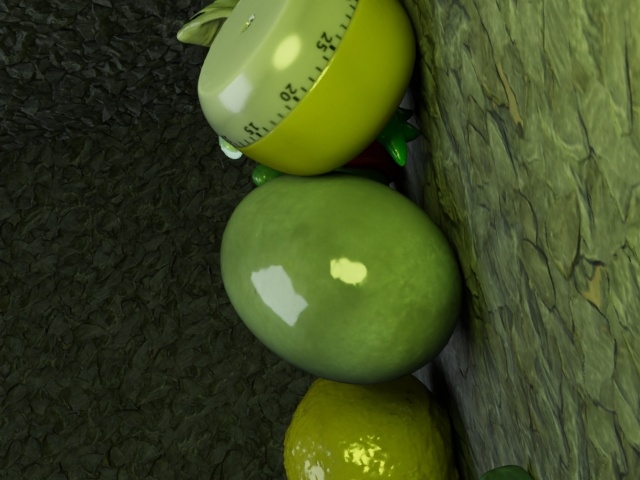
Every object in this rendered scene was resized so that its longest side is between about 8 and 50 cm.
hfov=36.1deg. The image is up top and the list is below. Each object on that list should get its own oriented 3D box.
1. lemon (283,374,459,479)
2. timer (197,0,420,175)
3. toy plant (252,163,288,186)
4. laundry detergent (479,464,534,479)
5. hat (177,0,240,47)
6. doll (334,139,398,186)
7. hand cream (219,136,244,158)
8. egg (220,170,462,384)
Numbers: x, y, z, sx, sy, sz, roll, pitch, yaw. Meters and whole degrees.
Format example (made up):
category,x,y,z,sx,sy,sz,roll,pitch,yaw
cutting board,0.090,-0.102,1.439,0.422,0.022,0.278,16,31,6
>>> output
category,x,y,z,sx,sy,sz,roll,pitch,yaw
lemon,0.078,0.325,1.484,0.322,0.268,0.268,-126,22,-59
timer,0.019,-0.186,1.178,0.285,0.285,0.285,168,90,-86
toy plant,-0.045,-0.116,1.882,0.317,0.210,0.356,25,150,32
laundry detergent,0.214,0.345,1.068,0.096,0.061,0.206,-123,19,-56
hat,-0.079,-0.276,1.400,0.219,0.164,0.226,35,-157,-13
doll,0.031,-0.126,1.477,0.182,0.160,0.363,67,-168,-77
hand cream,-0.033,-0.213,1.573,0.058,0.331,0.085,7,119,40
egg,0.022,0.042,1.223,0.352,0.258,0.258,24,136,41
